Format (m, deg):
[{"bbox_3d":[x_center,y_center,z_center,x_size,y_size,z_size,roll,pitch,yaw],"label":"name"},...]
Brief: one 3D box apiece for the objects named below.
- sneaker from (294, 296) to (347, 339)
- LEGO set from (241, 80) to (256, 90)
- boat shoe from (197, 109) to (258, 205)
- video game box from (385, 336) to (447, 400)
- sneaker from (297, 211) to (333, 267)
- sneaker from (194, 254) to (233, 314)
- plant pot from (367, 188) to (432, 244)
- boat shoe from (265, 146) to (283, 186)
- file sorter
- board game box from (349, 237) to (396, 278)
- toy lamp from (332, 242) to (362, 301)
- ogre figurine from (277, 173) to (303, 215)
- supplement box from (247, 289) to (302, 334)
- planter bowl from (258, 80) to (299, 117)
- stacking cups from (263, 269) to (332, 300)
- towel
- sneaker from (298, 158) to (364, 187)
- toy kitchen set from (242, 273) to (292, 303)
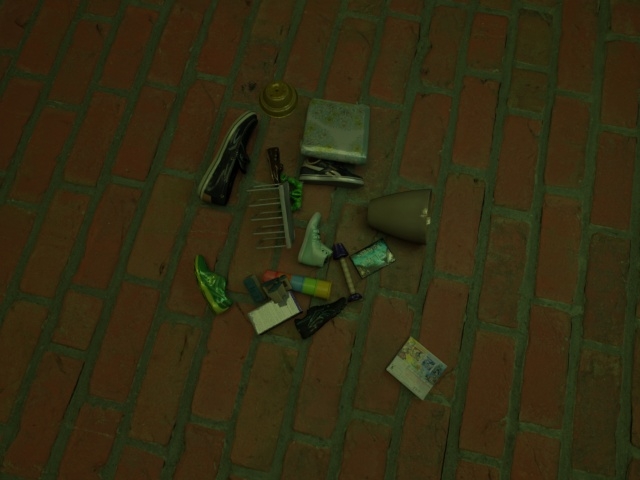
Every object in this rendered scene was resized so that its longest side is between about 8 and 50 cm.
[{"bbox_3d":[0.002,0.329,1.844,0.267,0.101,0.106,-36,77,-8],"label":"sneaker"},{"bbox_3d":[-0.373,-0.810,2.152,0.083,0.023,0.054,1,74,14],"label":"LEGO set"},{"bbox_3d":[-0.415,-0.392,1.977,0.155,0.187,0.501,26,83,1],"label":"boat shoe"},{"bbox_3d":[0.423,0.564,1.814,0.205,0.048,0.187,39,82,8],"label":"video game box"},{"bbox_3d":[0.000,0.001,1.921,0.150,0.094,0.256,16,87,10],"label":"sneaker"},{"bbox_3d":[-0.498,0.196,1.888,0.123,0.109,0.296,-23,76,-27],"label":"sneaker"},{"bbox_3d":[0.363,-0.116,1.890,0.273,0.256,0.257,5,76,18],"label":"plant pot"},{"bbox_3d":[-0.219,-0.369,2.019,0.072,0.073,0.207,-13,77,-1],"label":"boat shoe"},{"bbox_3d":[-0.223,-0.114,1.855,0.172,0.193,0.278,-6,103,5],"label":"file sorter"},{"bbox_3d":[0.247,0.086,1.936,0.186,0.026,0.126,-29,78,-6],"label":"board game box"},{"bbox_3d":[0.119,0.146,1.896,0.080,0.080,0.275,-17,77,-4],"label":"toy lamp"},{"bbox_3d":[-0.143,-0.216,1.973,0.118,0.097,0.197,5,70,10],"label":"ogre figurine"},{"bbox_3d":[-0.202,0.327,1.839,0.219,0.111,0.114,-29,78,-7],"label":"supplement box"},{"bbox_3d":[-0.220,-0.749,2.100,0.216,0.090,0.218,0,77,0],"label":"planter bowl"},{"bbox_3d":[-0.108,0.205,1.879,0.315,0.096,0.096,10,77,5],"label":"stacking cups"},{"bbox_3d":[0.080,-0.538,2.004,0.319,0.090,0.375,7,59,0],"label":"towel"},{"bbox_3d":[0.058,-0.333,1.983,0.320,0.126,0.128,7,83,3],"label":"sneaker"},{"bbox_3d":[-0.250,0.212,1.784,0.207,0.166,0.122,-24,102,22],"label":"toy kitchen set"}]
